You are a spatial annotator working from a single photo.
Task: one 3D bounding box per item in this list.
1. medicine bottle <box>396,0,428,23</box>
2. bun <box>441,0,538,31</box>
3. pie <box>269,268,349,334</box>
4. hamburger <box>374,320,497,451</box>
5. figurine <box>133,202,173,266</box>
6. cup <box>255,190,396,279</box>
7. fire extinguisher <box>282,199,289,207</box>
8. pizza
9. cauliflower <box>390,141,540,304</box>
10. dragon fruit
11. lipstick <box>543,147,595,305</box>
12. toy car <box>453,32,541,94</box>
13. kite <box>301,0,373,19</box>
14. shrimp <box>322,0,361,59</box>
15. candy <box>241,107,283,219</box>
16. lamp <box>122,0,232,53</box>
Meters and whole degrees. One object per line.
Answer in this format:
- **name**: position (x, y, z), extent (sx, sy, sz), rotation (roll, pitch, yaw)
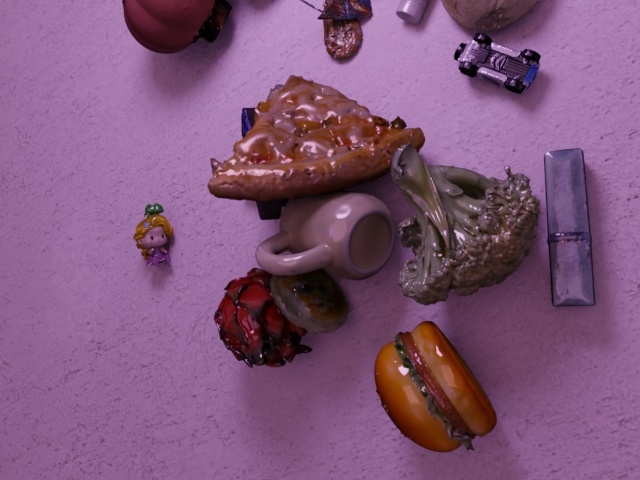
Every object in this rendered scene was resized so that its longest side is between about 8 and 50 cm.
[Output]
- **medicine bottle**: position (0.207, -0.525, 1.261), extent (0.057, 0.057, 0.089), rotation (27, 96, 25)
- **bun**: position (0.344, -0.538, 1.156), extent (0.220, 0.134, 0.221), rotation (-5, 77, 23)
- **pie**: position (-0.021, 0.114, 1.213), extent (0.187, 0.186, 0.041), rotation (54, 129, 21)
- **hamburger**: position (0.198, 0.278, 1.058), extent (0.170, 0.246, 0.246), rotation (-33, 71, 9)
- **figurine**: position (-0.433, -0.015, 1.478), extent (0.114, 0.094, 0.156), rotation (-1, 101, 45)
- **cup**: position (0.005, -0.020, 1.153), extent (0.202, 0.255, 0.173), rotation (21, 105, 51)
- **fire extinguisher**: position (-0.081, -0.128, 1.338), extent (0.231, 0.071, 0.099), rotation (23, 78, 25)
- **pizza**: position (0.015, -0.209, 1.199), extent (0.391, 0.080, 0.435), rotation (12, 49, 11)
- **cauliflower**: position (0.251, -0.033, 1.084), extent (0.327, 0.260, 0.281), rotation (-36, 69, -20)
- **dragon fruit**: position (-0.125, 0.174, 1.233), extent (0.193, 0.192, 0.274), rotation (-19, 33, 17)
- **lipstick**: position (0.456, -0.024, 1.066), extent (0.076, 0.077, 0.290), rotation (-3, 81, 25)
- **toy car**: position (0.350, -0.353, 1.163), extent (0.170, 0.070, 0.080), rotation (29, 96, 24)
- **kite**: position (0.055, -0.560, 1.332), extent (0.160, 0.010, 0.183), rotation (35, 73, 1)
- **shrimp**: position (0.043, -0.508, 1.348), extent (0.091, 0.043, 0.184), rotation (-16, 83, 15)
- **candy**: position (-0.131, -0.180, 1.288), extent (0.061, 0.088, 0.312), rotation (-6, 47, -12)
- **lamp**: position (-0.341, -0.599, 1.428), extent (0.305, 0.239, 0.305), rotation (-47, 27, 33)
